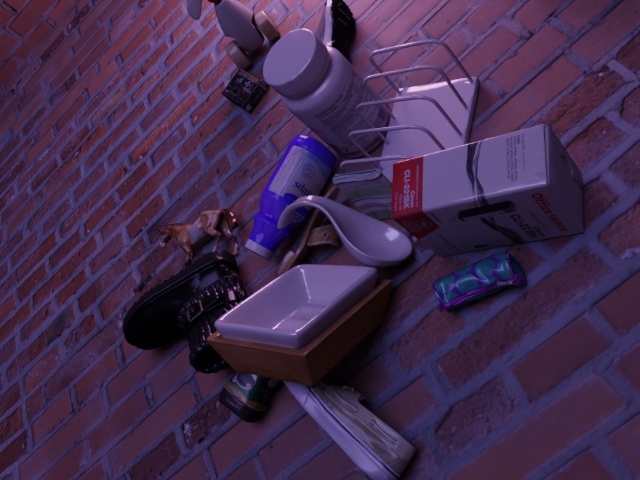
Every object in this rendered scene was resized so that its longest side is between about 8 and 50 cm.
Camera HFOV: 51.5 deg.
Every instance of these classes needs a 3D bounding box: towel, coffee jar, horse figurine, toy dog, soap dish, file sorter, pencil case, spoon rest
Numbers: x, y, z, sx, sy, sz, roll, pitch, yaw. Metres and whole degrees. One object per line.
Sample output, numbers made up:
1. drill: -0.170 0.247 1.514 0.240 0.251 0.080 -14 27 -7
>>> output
1. towel: 0.106 -0.085 1.314 0.113 0.152 0.023 -4 56 39
2. coffee jar: -0.125 0.272 1.352 0.096 0.079 0.184 30 87 31
3. horse figurine: -0.292 -0.007 1.649 0.263 0.066 0.174 -30 57 25
4. toy dog: -0.255 -0.646 1.829 0.220 0.334 0.161 -21 33 -2
5. soap dish: -0.028 0.149 1.230 0.229 0.291 0.118 1 112 38
6. file sorter: 0.176 -0.236 1.328 0.192 0.173 0.278 0 66 38
7. pencil case: 0.274 0.073 1.156 0.151 0.064 0.070 -27 28 25
8. spoon rest: 0.049 -0.022 1.307 0.276 0.137 0.084 19 123 18

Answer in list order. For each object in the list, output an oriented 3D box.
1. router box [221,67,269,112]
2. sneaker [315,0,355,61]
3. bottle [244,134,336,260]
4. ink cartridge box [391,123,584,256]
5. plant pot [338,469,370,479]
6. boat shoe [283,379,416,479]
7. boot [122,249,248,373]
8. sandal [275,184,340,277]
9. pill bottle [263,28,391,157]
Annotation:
1. router box: -0.206 -0.412 1.817 0.092 0.038 0.122 -54 47 2
2. sneaker: 0.016 -0.498 1.649 0.108 0.100 0.272 -11 60 40
3. bottle: -0.073 -0.093 1.483 0.092 0.118 0.283 24 82 43
4. ink cartridge box: 0.286 -0.075 1.135 0.272 0.197 0.114 -13 61 34
5. plant pot: 0.017 0.508 1.027 0.256 0.256 0.274 24 66 43
6. boat shoe: 0.047 0.315 1.195 0.094 0.109 0.302 -44 54 -10
7. boot: -0.294 0.205 1.489 0.348 0.131 0.260 -38 49 15
8. sandal: 0.002 0.000 1.422 0.079 0.088 0.240 36 99 13
9. pill bottle: 0.017 -0.310 1.416 0.160 0.283 0.160 -19 56 30
